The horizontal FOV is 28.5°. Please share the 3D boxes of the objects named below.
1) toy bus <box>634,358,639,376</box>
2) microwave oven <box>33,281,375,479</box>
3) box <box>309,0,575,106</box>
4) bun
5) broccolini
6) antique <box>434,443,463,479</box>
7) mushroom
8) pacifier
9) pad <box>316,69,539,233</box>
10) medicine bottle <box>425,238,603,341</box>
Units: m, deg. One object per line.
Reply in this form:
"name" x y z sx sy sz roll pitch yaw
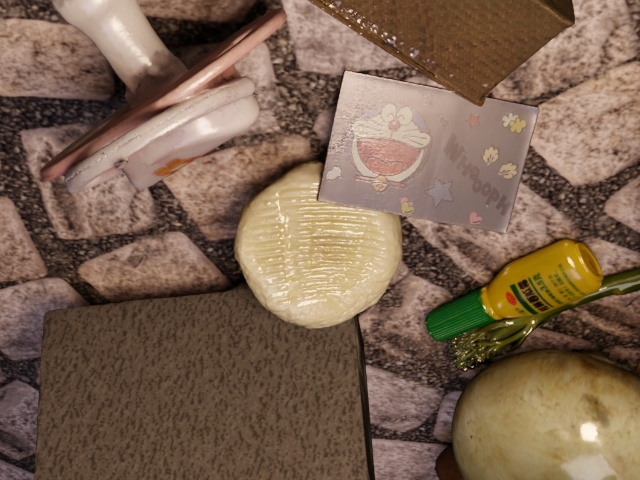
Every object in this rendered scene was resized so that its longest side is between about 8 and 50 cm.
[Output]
"toy bus" 0.643 0.219 1.870 0.335 0.123 0.121 3 139 -1
"microwave oven" -0.149 0.251 1.750 0.432 0.374 0.236 -6 149 3
"box" 0.106 -0.286 1.244 0.273 0.184 0.143 28 134 -28
"bun" 0.000 0.000 1.620 0.220 0.134 0.220 -2 107 -7
"broccolini" 0.361 0.100 1.793 0.392 0.079 0.074 -19 177 22
"antique" 0.295 0.350 2.041 0.257 0.121 0.143 -32 123 32
"mushroom" 0.364 0.284 1.801 0.352 0.260 0.352 11 150 7
"pacifier" -0.186 -0.177 1.371 0.332 0.273 0.220 -27 159 28
"pad" 0.131 -0.106 1.529 0.245 0.006 0.170 10 108 -8
"medicine bottle" 0.263 0.077 1.761 0.260 0.064 0.095 -26 123 31
